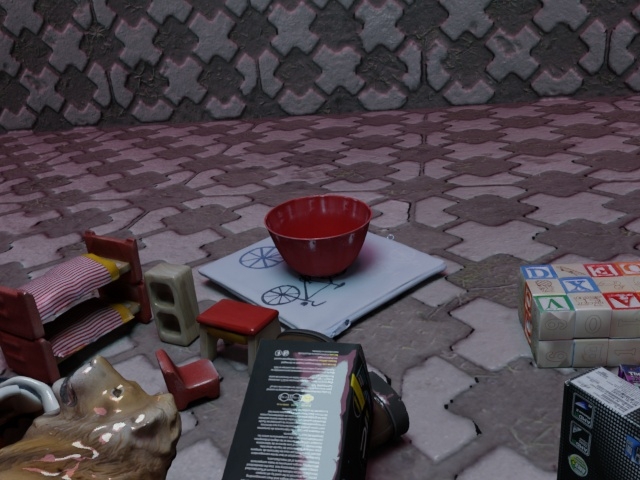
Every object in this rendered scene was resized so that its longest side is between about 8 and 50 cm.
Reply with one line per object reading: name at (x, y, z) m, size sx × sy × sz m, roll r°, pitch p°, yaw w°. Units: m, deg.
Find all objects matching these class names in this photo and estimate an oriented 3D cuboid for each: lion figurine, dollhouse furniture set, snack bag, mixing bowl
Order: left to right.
lion figurine at (-0.216, 0.240, 0.399) m, size 0.241 × 0.142 × 0.392 m, roll -7°, pitch 25°, yaw -10°
dollhouse furniture set at (-0.266, 0.107, 0.836) m, size 0.375 × 0.152 × 0.201 m, roll 7°, pitch 26°, yaw 28°
mixing bowl at (0.000, 0.000, 1.005) m, size 0.182 × 0.098 × 0.181 m, roll -4°, pitch 26°, yaw 2°
snack bag at (0.006, 0.053, 1.050) m, size 0.323 × 0.037 × 0.343 m, roll -25°, pitch 32°, yaw -36°

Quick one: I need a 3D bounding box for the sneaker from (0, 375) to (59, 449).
sneaker at (-0.377, 0.211, 0.660) m, size 0.321 × 0.127 × 0.126 m, roll 5°, pitch 27°, yaw 28°

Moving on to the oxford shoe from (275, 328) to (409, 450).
oxford shoe at (-0.006, 0.174, 0.709) m, size 0.096 × 0.082 × 0.227 m, roll -22°, pitch 28°, yaw -29°

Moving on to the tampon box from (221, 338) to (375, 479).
tampon box at (-0.013, 0.193, 0.553) m, size 0.102 × 0.120 × 0.160 m, roll 0°, pitch 47°, yaw 15°

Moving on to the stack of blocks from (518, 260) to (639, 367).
stack of blocks at (0.426, 0.102, 0.763) m, size 0.298 × 0.087 × 0.171 m, roll -3°, pitch 23°, yaw 8°

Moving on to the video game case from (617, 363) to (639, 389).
video game case at (0.440, 0.202, 0.581) m, size 0.232 × 0.041 × 0.210 m, roll 0°, pitch 24°, yaw 14°

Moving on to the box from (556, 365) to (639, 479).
box at (0.255, 0.214, 0.420) m, size 0.045 × 0.184 × 0.191 m, roll -14°, pitch 25°, yaw -23°
